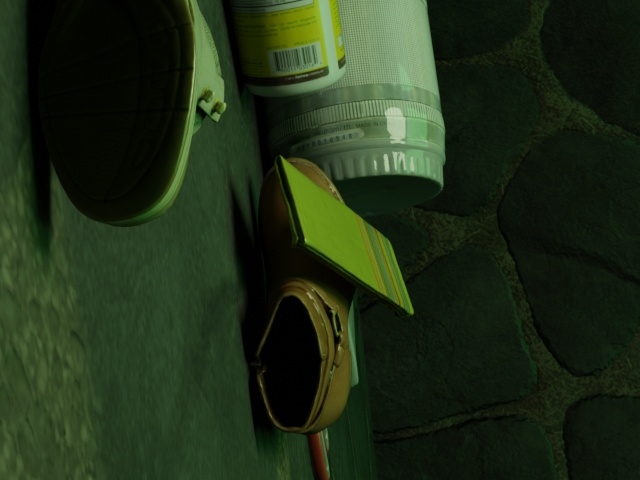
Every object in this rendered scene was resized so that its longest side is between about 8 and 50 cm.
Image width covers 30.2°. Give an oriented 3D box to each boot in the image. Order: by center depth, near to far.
[{"bbox_3d":[-0.092,-0.083,0.634,0.165,0.077,0.213,76,5,-67],"label":"boot"},{"bbox_3d":[-0.028,0.051,1.170,0.220,0.109,0.284,10,79,-80],"label":"boot"}]

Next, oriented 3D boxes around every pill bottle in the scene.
[{"bbox_3d":[-0.043,-0.270,1.269,0.117,0.117,0.215,-86,168,-67],"label":"pill bottle"}]

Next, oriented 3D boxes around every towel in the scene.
[{"bbox_3d":[0.024,0.002,1.185,0.237,0.021,0.102,35,32,-55],"label":"towel"}]

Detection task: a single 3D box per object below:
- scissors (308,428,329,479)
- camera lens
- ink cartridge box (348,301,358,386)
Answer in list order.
[{"bbox_3d":[-0.015,0.164,1.500,0.109,0.021,0.297,-80,164,-69],"label":"scissors"},{"bbox_3d":[0.035,-0.183,1.455,0.219,0.219,0.274,63,20,-76],"label":"camera lens"},{"bbox_3d":[0.000,0.000,1.701,0.307,0.072,0.304,-95,174,-47],"label":"ink cartridge box"}]
